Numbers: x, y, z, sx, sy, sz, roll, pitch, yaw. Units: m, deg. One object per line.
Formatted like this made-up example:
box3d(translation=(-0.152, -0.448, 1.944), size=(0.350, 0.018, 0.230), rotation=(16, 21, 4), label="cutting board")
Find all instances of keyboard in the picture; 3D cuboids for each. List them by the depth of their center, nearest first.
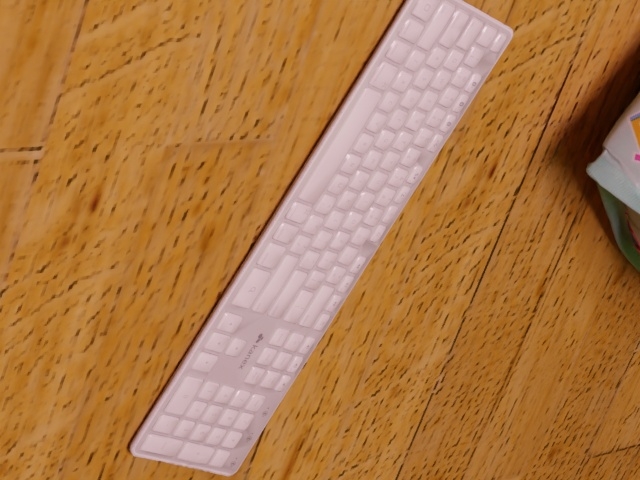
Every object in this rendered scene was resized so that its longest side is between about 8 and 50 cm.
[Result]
box3d(translation=(0.000, 0.000, 0.850), size=(0.072, 0.014, 0.256), rotation=(18, 108, -53), label="keyboard")

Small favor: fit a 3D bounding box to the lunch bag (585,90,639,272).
box3d(translation=(0.271, -0.047, 0.983), size=(0.223, 0.160, 0.262), rotation=(-52, 156, -3), label="lunch bag")
